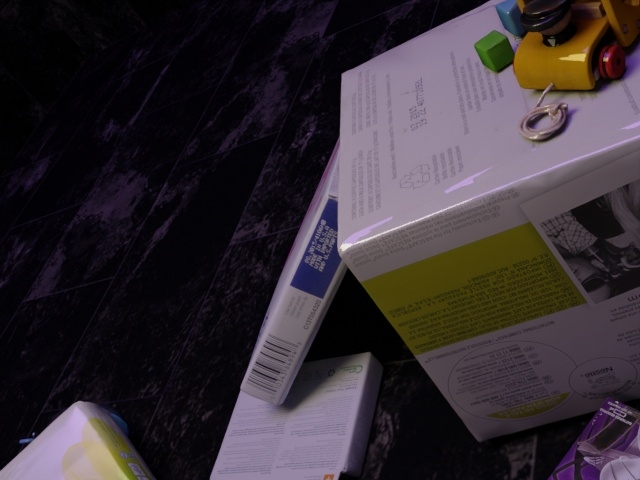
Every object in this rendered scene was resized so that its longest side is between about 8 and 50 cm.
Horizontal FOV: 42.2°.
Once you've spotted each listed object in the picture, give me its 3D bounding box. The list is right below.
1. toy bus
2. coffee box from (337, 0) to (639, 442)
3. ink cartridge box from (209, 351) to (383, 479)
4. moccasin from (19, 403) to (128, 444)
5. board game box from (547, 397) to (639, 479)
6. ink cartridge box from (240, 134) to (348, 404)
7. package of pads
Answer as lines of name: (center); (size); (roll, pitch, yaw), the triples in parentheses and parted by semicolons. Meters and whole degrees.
toy bus: (0.221, -0.213, 0.721); (0.191, 0.104, 0.202); (-27, 35, 15)
coffee box: (0.244, -0.044, 0.894); (0.338, 0.334, 0.337); (-22, 36, 21)
ink cartridge box: (-0.037, 0.261, 1.089); (0.223, 0.045, 0.224); (-14, 41, 35)
moccasin: (-0.446, 0.377, 1.288); (0.342, 0.137, 0.117); (-44, 25, -6)
board game box: (0.329, 0.283, 0.690); (0.208, 0.056, 0.347); (-53, 34, -11)
ink cartridge box: (0.000, 0.000, 1.129); (0.330, 0.071, 0.324); (-76, 8, -58)
package of pads: (-0.364, 0.395, 1.139); (0.296, 0.101, 0.229); (-43, 60, -5)
